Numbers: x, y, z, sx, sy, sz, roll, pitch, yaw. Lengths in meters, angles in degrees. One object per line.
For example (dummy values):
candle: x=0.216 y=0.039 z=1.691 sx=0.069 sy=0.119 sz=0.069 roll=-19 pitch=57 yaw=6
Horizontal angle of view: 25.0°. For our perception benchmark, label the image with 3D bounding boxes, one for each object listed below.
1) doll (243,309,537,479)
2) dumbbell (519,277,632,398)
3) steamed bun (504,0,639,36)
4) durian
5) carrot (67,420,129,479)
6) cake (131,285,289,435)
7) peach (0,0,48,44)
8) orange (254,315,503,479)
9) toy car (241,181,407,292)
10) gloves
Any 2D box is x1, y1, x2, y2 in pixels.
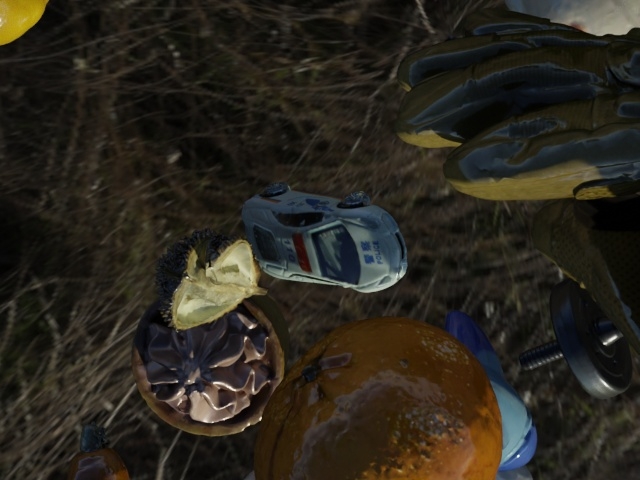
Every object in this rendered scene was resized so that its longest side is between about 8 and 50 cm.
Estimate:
doll: x=0.118 y=0.236 z=1.708 sx=0.376 sy=0.365 sz=0.187 roll=-15 pitch=55 yaw=-25
dumbbell: x=0.362 y=0.081 z=1.588 sx=0.325 sy=0.143 sz=0.143 roll=-25 pitch=95 yaw=29
steamed bun: x=0.197 y=-0.202 z=0.995 sx=0.177 sy=0.131 sz=0.228 roll=20 pitch=60 yaw=-32
durian: x=-0.101 y=0.026 z=1.320 sx=0.110 sy=0.140 sz=0.071 roll=-47 pitch=62 yaw=20
carrot: x=-0.226 y=0.361 z=1.547 sx=0.069 sy=0.069 sz=0.336 roll=-8 pitch=86 yaw=6
cake: x=-0.136 y=0.151 z=1.727 sx=0.185 sy=0.178 sz=0.207 roll=12 pitch=116 yaw=3
peach: x=-0.336 y=-0.284 z=1.445 sx=0.103 sy=0.179 sz=0.179 roll=16 pitch=100 yaw=29
orange: x=0.038 y=0.145 z=1.026 sx=0.161 sy=0.193 sz=0.193 roll=34 pitch=100 yaw=-17
toy car: x=0.000 y=0.000 z=1.399 sx=0.056 sy=0.205 sz=0.095 roll=-30 pitch=115 yaw=-35
gloves: x=0.164 y=0.002 z=0.579 sx=0.141 sy=0.154 sz=0.331 roll=-44 pitch=60 yaw=15
